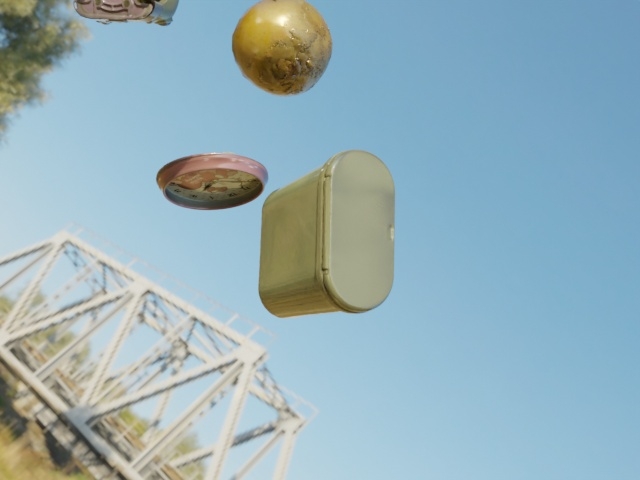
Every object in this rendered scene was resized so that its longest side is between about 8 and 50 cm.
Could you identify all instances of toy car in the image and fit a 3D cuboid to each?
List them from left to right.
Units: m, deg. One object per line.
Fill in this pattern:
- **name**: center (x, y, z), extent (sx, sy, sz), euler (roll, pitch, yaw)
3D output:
- **toy car**: center (-0.467, -0.715, 2.002), extent (0.242, 0.226, 0.335), euler (7, -81, 20)

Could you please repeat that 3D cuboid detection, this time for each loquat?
- **loquat**: center (-0.087, -0.443, 1.804), extent (0.235, 0.235, 0.235), euler (38, -26, 22)

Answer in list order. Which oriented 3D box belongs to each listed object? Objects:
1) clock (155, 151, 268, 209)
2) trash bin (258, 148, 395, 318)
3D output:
- **clock**: center (-0.235, -0.133, 1.722), extent (0.244, 0.245, 0.056), euler (119, -34, -65)
- **trash bin**: center (0.000, 0.000, 1.235), extent (0.247, 0.121, 0.243), euler (-16, -111, 58)
